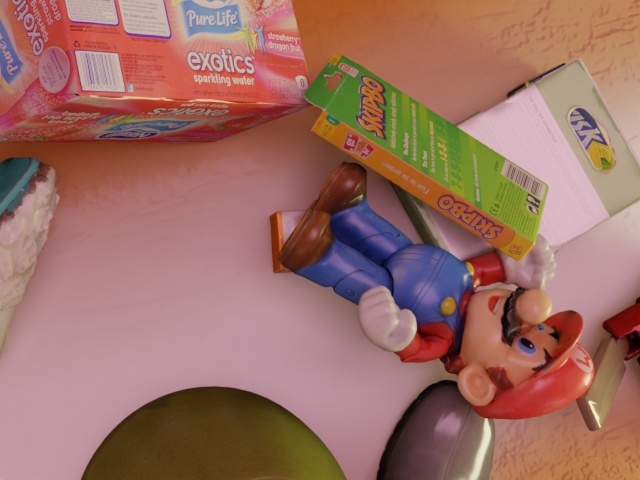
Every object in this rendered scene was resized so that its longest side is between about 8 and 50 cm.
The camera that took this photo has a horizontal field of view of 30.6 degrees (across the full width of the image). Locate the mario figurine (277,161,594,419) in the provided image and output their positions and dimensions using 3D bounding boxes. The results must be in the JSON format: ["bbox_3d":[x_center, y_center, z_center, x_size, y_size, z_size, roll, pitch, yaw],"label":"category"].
[{"bbox_3d":[0.132,0.042,1.120,0.320,0.170,0.198,34,81,-2],"label":"mario figurine"}]

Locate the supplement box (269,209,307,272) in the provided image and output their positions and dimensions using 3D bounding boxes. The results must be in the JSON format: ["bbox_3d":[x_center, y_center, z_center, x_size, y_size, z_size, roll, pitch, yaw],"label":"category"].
[{"bbox_3d":[0.000,0.000,1.208,0.098,0.036,0.062,-2,83,-14],"label":"supplement box"}]

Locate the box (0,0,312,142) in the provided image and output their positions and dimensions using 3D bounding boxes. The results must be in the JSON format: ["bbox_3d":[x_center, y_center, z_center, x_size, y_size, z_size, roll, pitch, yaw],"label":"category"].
[{"bbox_3d":[-0.162,-0.178,1.061,0.300,0.142,0.154,-8,84,-52],"label":"box"}]

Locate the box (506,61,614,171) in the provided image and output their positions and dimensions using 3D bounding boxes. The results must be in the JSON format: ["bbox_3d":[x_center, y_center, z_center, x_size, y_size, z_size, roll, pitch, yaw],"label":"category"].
[{"bbox_3d":[0.274,-0.105,1.283,0.059,0.054,0.169,-28,90,-16],"label":"box"}]

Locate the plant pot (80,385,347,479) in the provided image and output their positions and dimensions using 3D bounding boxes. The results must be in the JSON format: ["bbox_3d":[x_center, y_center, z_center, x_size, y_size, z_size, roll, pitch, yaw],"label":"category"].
[{"bbox_3d":[-0.072,0.266,1.024,0.274,0.293,0.275,2,83,-15],"label":"plant pot"}]

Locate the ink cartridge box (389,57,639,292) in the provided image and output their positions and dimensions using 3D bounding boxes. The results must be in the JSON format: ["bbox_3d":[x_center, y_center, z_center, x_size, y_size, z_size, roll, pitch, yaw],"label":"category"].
[{"bbox_3d":[0.209,-0.063,1.241,0.235,0.056,0.171,-30,91,-7],"label":"ink cartridge box"}]

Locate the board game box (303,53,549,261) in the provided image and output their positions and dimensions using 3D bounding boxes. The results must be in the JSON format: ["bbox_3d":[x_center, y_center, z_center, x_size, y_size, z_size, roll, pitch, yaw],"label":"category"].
[{"bbox_3d":[0.103,-0.086,1.150,0.259,0.039,0.124,34,34,-3],"label":"board game box"}]

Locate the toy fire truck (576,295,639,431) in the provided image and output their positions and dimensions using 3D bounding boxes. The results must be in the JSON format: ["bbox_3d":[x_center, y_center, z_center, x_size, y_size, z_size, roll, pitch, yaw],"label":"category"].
[{"bbox_3d":[0.380,0.148,1.241,0.246,0.158,0.217,-28,91,-4],"label":"toy fire truck"}]

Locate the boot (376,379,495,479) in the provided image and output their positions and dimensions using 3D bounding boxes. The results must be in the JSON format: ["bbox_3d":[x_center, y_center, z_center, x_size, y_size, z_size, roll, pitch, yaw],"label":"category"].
[{"bbox_3d":[0.113,0.295,1.104,0.118,0.223,0.338,23,78,-9],"label":"boot"}]

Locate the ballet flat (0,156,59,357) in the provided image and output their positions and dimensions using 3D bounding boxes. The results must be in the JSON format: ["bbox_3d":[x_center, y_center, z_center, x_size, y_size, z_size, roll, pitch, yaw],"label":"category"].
[{"bbox_3d":[-0.376,0.097,1.070,0.409,0.147,0.147,-45,95,-12],"label":"ballet flat"}]
